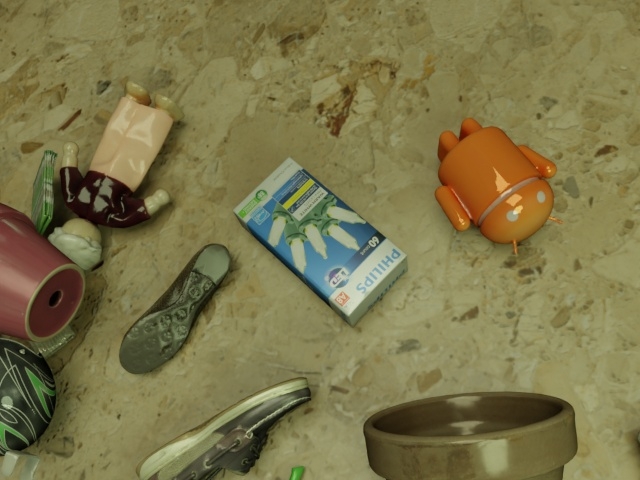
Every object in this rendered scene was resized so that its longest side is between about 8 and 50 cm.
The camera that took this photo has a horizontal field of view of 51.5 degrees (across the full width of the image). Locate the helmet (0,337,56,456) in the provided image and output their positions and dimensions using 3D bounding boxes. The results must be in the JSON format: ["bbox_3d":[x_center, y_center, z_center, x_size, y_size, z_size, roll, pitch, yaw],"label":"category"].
[{"bbox_3d":[-0.480,0.235,0.992,0.169,0.161,0.170,2,74,-6],"label":"helmet"}]

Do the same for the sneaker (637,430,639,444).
[{"bbox_3d":[0.466,0.310,0.861,0.121,0.099,0.262,18,65,23],"label":"sneaker"}]

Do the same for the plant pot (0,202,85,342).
[{"bbox_3d":[-0.473,0.061,1.012,0.180,0.201,0.201,23,74,14],"label":"plant pot"}]

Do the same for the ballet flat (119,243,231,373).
[{"bbox_3d":[-0.233,0.107,1.075,0.084,0.058,0.250,38,83,-16],"label":"ballet flat"}]

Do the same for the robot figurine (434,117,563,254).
[{"bbox_3d":[0.270,-0.087,1.021,0.158,0.128,0.219,-11,58,-42],"label":"robot figurine"}]

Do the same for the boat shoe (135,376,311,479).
[{"bbox_3d":[-0.129,0.296,0.959,0.285,0.103,0.092,-30,72,1],"label":"boat shoe"}]

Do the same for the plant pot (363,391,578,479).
[{"bbox_3d":[0.196,0.326,0.826,0.263,0.263,0.229,-8,85,7],"label":"plant pot"}]

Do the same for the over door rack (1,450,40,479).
[{"bbox_3d":[-0.330,0.466,0.904,0.239,0.108,0.324,13,92,14],"label":"over door rack"}]

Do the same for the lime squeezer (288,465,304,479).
[{"bbox_3d":[-0.063,0.479,0.908,0.109,0.059,0.310,2,64,-22],"label":"lime squeezer"}]

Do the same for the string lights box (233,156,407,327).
[{"bbox_3d":[0.000,0.000,1.060,0.259,0.077,0.133,41,79,21],"label":"string lights box"}]

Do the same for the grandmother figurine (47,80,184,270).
[{"bbox_3d":[-0.360,-0.099,1.152,0.207,0.104,0.342,23,77,16],"label":"grandmother figurine"}]

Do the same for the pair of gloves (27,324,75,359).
[{"bbox_3d":[-0.555,0.144,1.119,0.240,0.042,0.204,-32,67,-2],"label":"pair of gloves"}]

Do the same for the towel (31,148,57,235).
[{"bbox_3d":[-0.481,-0.068,1.152,0.023,0.113,0.152,9,51,-31],"label":"towel"}]
